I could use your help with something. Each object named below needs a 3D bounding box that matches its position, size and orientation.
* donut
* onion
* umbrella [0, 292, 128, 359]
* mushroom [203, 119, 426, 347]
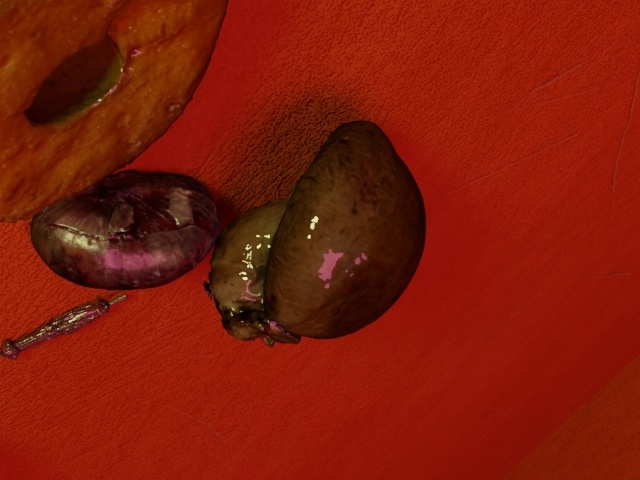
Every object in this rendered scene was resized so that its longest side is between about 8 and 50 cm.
[{"bbox_3d":[-0.215,-0.148,0.684,0.303,0.110,0.303,-41,167,-12],"label":"donut"},{"bbox_3d":[-0.203,0.008,0.963,0.206,0.098,0.151,-16,141,-21],"label":"onion"},{"bbox_3d":[-0.310,0.104,1.065,0.165,0.025,0.027,-25,162,-5],"label":"umbrella"},{"bbox_3d":[0.003,0.013,1.010,0.283,0.195,0.263,-41,-175,11],"label":"mushroom"}]
